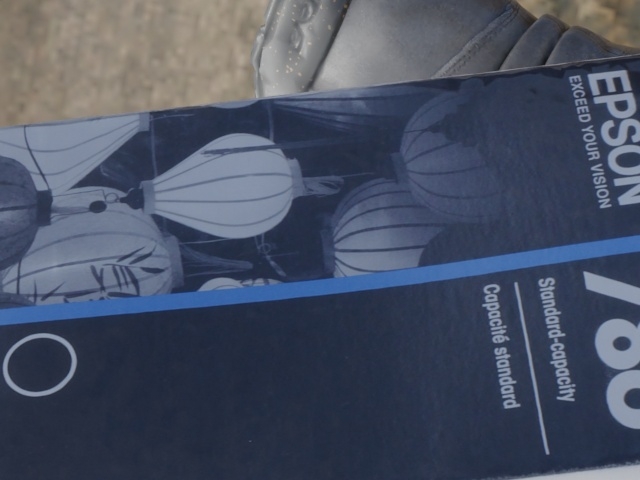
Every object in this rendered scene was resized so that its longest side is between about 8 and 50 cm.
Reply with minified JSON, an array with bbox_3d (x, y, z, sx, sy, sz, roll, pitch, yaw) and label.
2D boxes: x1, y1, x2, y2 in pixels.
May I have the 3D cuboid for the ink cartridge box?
[{"bbox_3d":[0.028,0.025,0.596,0.065,0.332,0.165,85,178,-53],"label":"ink cartridge box"}]

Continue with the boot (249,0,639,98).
[{"bbox_3d":[0.049,-0.010,1.000,0.118,0.222,0.338,-49,-12,-41],"label":"boot"}]
